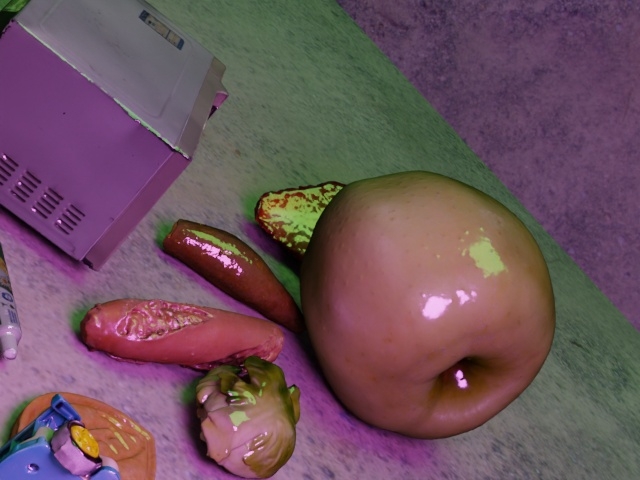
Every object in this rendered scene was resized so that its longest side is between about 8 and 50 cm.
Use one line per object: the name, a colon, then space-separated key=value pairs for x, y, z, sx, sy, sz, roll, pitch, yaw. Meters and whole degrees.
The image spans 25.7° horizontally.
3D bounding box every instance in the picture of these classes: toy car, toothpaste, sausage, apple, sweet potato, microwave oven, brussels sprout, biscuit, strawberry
toy car: x=-0.216 y=0.224 z=1.237 sx=0.161 sy=0.126 sz=0.098 roll=44 pitch=16 yaw=-22
toothpaste: x=-0.341 y=0.054 z=1.476 sx=0.049 sy=0.031 sz=0.204 roll=28 pitch=23 yaw=-38
sausage: x=-0.147 y=0.113 z=1.645 sx=0.326 sy=0.087 sz=0.079 roll=14 pitch=70 yaw=-54
apple: x=0.141 y=0.081 z=1.889 sx=0.357 sy=0.357 sz=0.357 roll=37 pitch=21 yaw=-17
sweet potato: x=-0.103 y=0.042 z=1.883 sx=0.243 sy=0.077 sz=0.077 roll=33 pitch=22 yaw=-21
microwave oven: x=-0.295 y=-0.163 z=1.726 sx=0.286 sy=0.218 sz=0.355 roll=37 pitch=21 yaw=-14
brussels sprout: x=-0.078 y=0.202 z=1.592 sx=0.139 sy=0.100 sz=0.181 roll=63 pitch=8 yaw=1
biscuit: x=-0.232 y=0.208 z=1.375 sx=0.142 sy=0.029 sz=0.220 roll=49 pitch=21 yaw=16
strawberry: x=0.003 y=-0.005 z=2.154 sx=0.236 sy=0.106 sz=0.175 roll=39 pitch=57 yaw=-8
